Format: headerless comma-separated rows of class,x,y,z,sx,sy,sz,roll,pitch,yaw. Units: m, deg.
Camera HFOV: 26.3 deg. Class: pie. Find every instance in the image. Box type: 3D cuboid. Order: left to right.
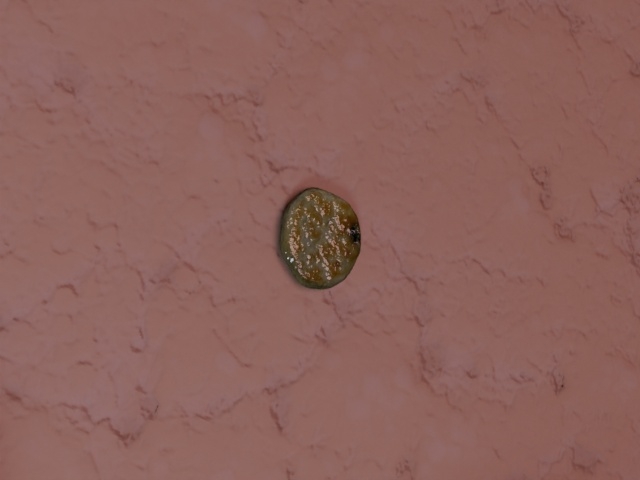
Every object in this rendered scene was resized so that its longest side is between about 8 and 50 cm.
pie,0.000,0.000,1.126,0.085,0.017,0.085,4,82,-33
